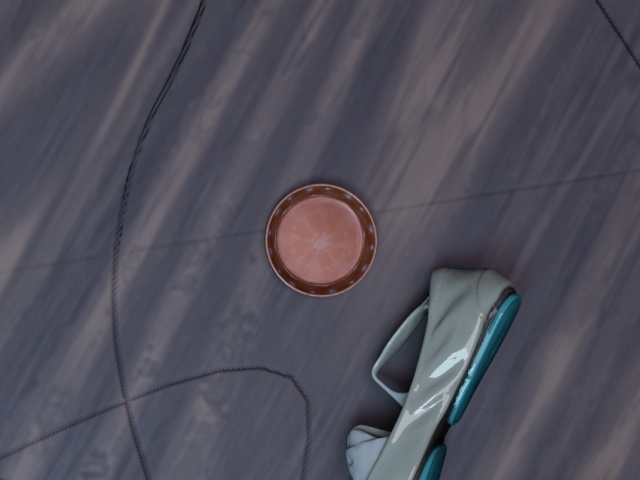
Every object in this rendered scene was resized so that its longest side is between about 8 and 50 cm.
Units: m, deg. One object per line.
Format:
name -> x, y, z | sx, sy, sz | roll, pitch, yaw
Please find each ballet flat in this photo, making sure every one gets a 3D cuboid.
ballet flat -> 0.065, 0.131, 1.182 | 0.086, 0.086, 0.248 | 25, 83, -7

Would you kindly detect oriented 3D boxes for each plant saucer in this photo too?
plant saucer -> 0.000, 0.000, 1.200 | 0.083, 0.013, 0.083 | 0, 89, -8
